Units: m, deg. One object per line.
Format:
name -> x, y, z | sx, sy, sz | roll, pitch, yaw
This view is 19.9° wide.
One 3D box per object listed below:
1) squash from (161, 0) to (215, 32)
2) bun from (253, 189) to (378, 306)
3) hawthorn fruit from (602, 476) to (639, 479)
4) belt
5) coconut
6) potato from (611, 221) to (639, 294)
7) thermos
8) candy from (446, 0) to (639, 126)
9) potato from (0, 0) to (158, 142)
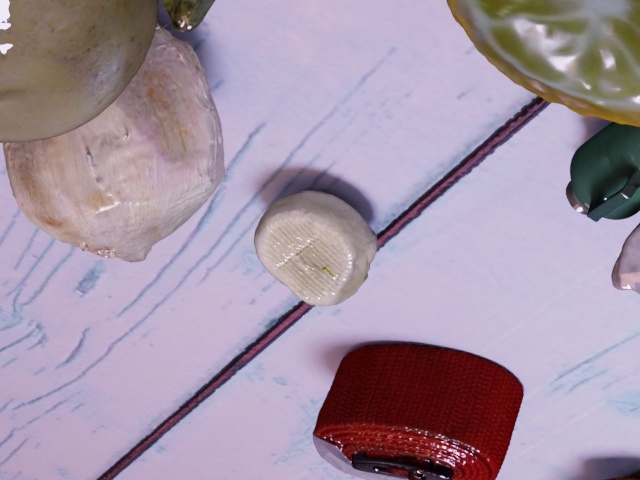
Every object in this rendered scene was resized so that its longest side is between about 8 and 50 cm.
squash -> -0.079, -0.213, 1.258 | 0.105, 0.132, 0.105 | 16, 152, 9
bun -> 0.000, 0.000, 1.624 | 0.115, 0.069, 0.115 | 14, 129, 18
hawthorn fruit -> 0.357, 0.347, 1.873 | 0.251, 0.199, 0.199 | 12, 152, -14
belt -> 0.093, 0.184, 1.814 | 0.201, 0.124, 0.128 | 3, 144, 26
coconut -> -0.167, -0.075, 1.483 | 0.194, 0.194, 0.194 | 15, 150, 9
potato -> 0.393, 0.010, 1.374 | 0.264, 0.189, 0.211 | 34, 116, 21
thermos -> 0.246, -0.061, 1.360 | 0.073, 0.083, 0.188 | 8, 157, -22
candy -> 0.197, -0.179, 1.172 | 0.260, 0.118, 0.260 | 20, 151, 12
potato -> -0.239, -0.218, 1.255 | 0.243, 0.221, 0.326 | 37, 157, 37
